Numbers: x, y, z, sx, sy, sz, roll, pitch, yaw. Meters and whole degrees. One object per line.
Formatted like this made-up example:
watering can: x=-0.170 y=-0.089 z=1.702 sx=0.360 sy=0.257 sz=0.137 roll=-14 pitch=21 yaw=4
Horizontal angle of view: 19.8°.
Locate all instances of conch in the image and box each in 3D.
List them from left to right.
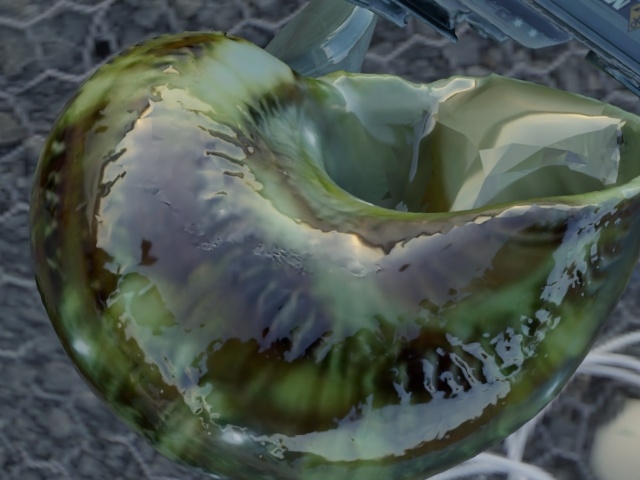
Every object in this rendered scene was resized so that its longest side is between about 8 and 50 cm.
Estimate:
conch: x=-0.001 y=0.002 z=0.592 sx=0.187 sy=0.181 sz=0.124 roll=-24 pitch=137 yaw=-36

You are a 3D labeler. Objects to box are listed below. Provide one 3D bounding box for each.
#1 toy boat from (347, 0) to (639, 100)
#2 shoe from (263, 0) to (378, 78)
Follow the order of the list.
toy boat: x=0.045 y=-0.164 z=0.852 sx=0.296 sy=0.114 sz=0.122 roll=28 pitch=109 yaw=-20
shoe: x=0.004 y=-0.114 z=1.239 sx=0.078 sy=0.195 sz=0.079 roll=39 pitch=69 yaw=-15
